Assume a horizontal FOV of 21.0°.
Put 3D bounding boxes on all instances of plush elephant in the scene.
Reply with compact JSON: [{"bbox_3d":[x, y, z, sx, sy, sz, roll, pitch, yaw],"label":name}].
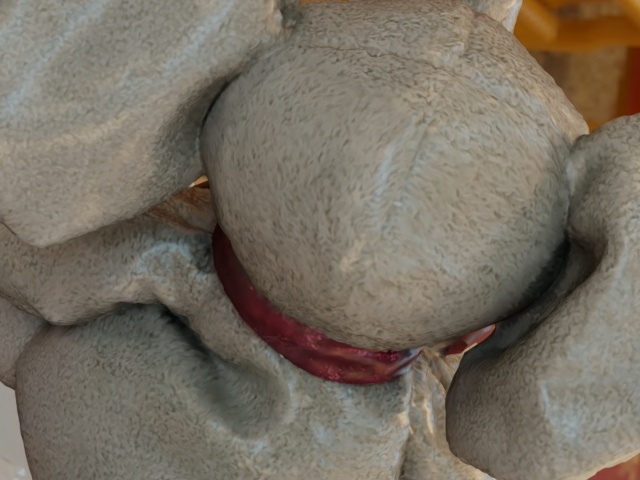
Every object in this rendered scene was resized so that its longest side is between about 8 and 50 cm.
[{"bbox_3d":[0.000,0.000,0.614,0.255,0.272,0.330,-52,-173,25],"label":"plush elephant"}]

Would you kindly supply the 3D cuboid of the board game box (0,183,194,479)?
[{"bbox_3d":[-0.221,0.144,0.872,0.050,0.390,0.390,117,-41,-69],"label":"board game box"}]
